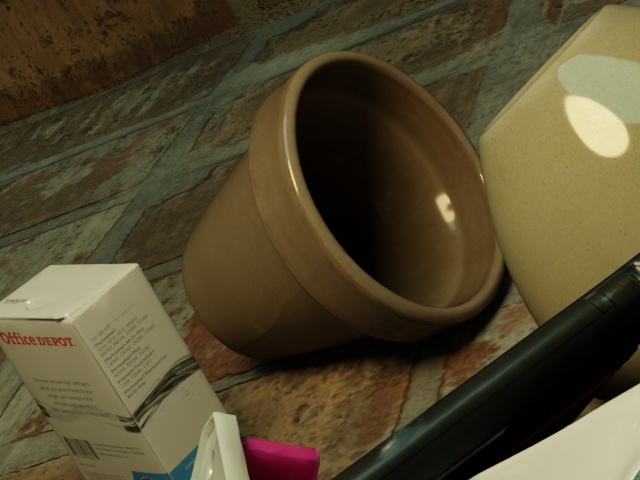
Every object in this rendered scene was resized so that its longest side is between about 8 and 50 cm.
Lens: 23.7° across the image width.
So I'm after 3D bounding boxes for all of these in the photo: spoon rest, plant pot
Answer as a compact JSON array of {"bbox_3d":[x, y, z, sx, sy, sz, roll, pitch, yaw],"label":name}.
[{"bbox_3d":[0.124,0.126,0.699,0.276,0.084,0.137,-25,20,0],"label":"spoon rest"},{"bbox_3d":[0.000,0.000,1.368,0.229,0.263,0.263,-36,11,39],"label":"plant pot"},{"bbox_3d":[0.224,-0.054,1.075,0.284,0.191,0.284,-47,1,1],"label":"plant pot"}]

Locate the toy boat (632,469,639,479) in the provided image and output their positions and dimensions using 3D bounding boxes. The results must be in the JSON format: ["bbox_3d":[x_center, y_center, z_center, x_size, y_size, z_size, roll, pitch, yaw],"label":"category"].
[{"bbox_3d":[0.126,0.169,0.545,0.318,0.267,0.148,-40,44,2],"label":"toy boat"}]

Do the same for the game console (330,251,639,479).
[{"bbox_3d":[0.027,0.159,0.903,0.386,0.060,0.342,-35,-16,-17],"label":"game console"}]

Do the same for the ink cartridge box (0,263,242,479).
[{"bbox_3d":[-0.171,0.122,1.283,0.148,0.203,0.086,-2,32,49],"label":"ink cartridge box"}]

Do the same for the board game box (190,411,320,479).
[{"bbox_3d":[-0.038,0.310,0.494,0.050,0.390,0.390,10,16,-12],"label":"board game box"}]
